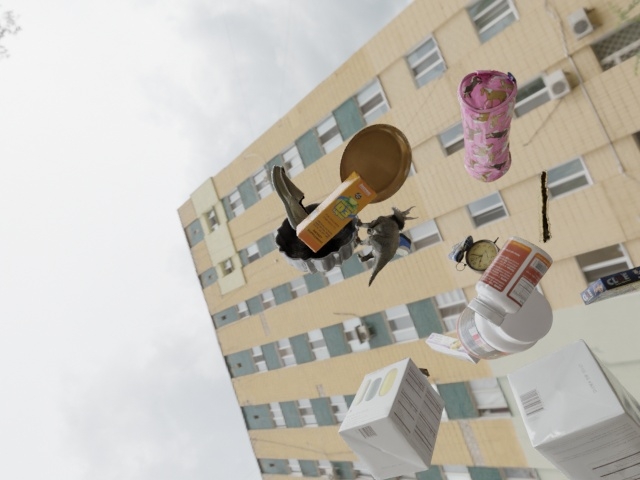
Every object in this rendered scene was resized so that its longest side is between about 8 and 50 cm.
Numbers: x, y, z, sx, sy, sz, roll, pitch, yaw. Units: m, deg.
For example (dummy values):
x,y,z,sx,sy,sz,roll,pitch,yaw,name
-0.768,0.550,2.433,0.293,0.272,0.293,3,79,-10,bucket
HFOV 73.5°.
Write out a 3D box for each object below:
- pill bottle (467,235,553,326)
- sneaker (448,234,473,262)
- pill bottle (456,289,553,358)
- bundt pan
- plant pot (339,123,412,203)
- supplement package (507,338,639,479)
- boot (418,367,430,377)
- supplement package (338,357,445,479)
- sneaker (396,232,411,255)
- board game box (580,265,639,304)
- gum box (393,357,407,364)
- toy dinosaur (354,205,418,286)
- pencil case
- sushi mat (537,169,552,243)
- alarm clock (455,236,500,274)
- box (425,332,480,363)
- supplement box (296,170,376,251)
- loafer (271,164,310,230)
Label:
x,y,z,sx,sy,sz,roll,pitch,yaw,name
0.478,0.107,1.096,0.121,0.121,0.216,34,-88,-28,pill bottle
0.544,0.026,1.674,0.135,0.058,0.052,-45,-61,-20,sneaker
0.597,0.274,1.418,0.210,0.363,0.210,-1,-110,2,pill bottle
0.000,0.000,1.643,0.124,0.331,0.331,70,-147,-41,bundt pan
0.157,-0.223,1.248,0.236,0.236,0.032,27,-169,-32,plant pot
0.435,0.299,0.671,0.244,0.134,0.139,43,-153,-18,supplement package
0.445,0.587,1.815,0.106,0.114,0.037,29,-131,6,boot
0.226,0.543,1.320,0.198,0.199,0.263,52,-146,-4,supplement package
0.298,0.001,1.754,0.152,0.058,0.084,19,-129,12,sneaker
0.949,0.123,1.310,0.165,0.243,0.042,68,-175,-63,board game box
0.274,0.552,1.735,0.188,0.107,0.062,-27,-107,-10,gum box
0.200,-0.004,1.404,0.121,0.160,0.313,49,-131,-38,toy dinosaur
0.509,-0.337,1.310,0.160,0.167,0.386,48,178,33,pencil case
0.519,-0.070,0.999,0.316,0.019,0.151,-1,-91,-64,sushi mat
0.605,0.072,1.632,0.064,0.192,0.129,33,-138,-42,alarm clock
0.589,0.474,1.903,0.063,0.324,0.067,-44,-81,-16,box
0.041,-0.079,1.174,0.078,0.233,0.080,43,-170,-16,supplement box
-0.098,-0.162,1.546,0.094,0.087,0.251,-52,-60,-75,loafer
